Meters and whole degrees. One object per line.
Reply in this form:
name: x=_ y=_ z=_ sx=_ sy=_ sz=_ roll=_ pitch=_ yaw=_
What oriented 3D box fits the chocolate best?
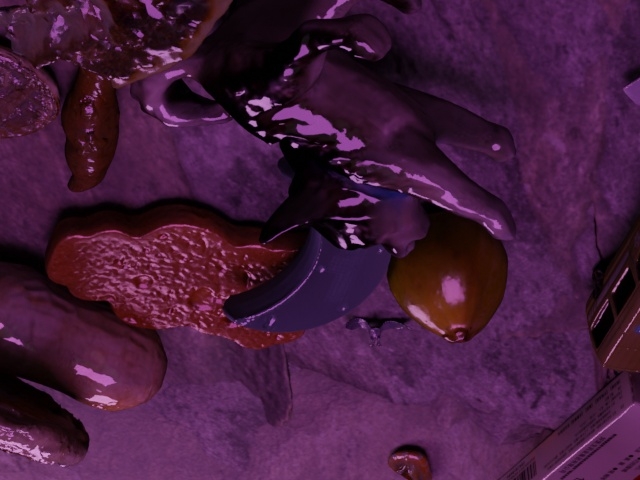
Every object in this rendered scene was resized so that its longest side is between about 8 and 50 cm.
chocolate: x=-0.317 y=0.112 z=2.064 sx=0.309 sy=0.134 sz=0.134 roll=23 pitch=137 yaw=-33

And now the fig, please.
fig: x=0.147 y=0.035 z=1.968 sx=0.136 sy=0.120 sz=0.153 roll=-23 pitch=114 yaw=35

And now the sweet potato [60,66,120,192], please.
sweet potato: x=-0.237 y=-0.132 z=1.794 sx=0.067 sy=0.067 sz=0.274 roll=7 pitch=145 yaw=-8

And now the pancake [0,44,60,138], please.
pancake: x=-0.347 y=-0.157 z=1.795 sx=0.158 sy=0.028 sz=0.158 roll=2 pitch=144 yaw=2

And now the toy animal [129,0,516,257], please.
toy animal: x=0.001 y=-0.107 z=1.725 sx=0.303 sy=0.194 sz=0.344 roll=-16 pitch=129 yaw=26

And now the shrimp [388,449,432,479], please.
shrimp: x=0.125 y=0.319 z=2.409 sx=0.059 sy=0.023 sz=0.108 roll=3 pitch=144 yaw=12

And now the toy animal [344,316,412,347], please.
toy animal: x=0.069 y=0.116 z=2.139 sx=0.084 sy=0.028 sz=0.050 roll=6 pitch=134 yaw=-5

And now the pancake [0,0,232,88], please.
pancake: x=-0.184 y=-0.312 z=1.531 sx=0.305 sy=0.067 sz=0.426 roll=4 pitch=134 yaw=13

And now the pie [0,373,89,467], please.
pie: x=-0.423 y=0.177 z=2.034 sx=0.339 sy=0.339 sz=0.077 roll=28 pitch=91 yaw=-31

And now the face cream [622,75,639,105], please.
face cream: x=0.532 y=-0.082 z=1.824 sx=0.235 sy=0.137 sz=0.420 roll=-27 pitch=126 yaw=32

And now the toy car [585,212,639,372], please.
toy car: x=0.387 y=0.043 z=1.963 sx=0.101 sy=0.124 sz=0.256 roll=7 pitch=143 yaw=-10

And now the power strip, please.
power strip: x=0.000 y=0.000 z=1.934 sx=0.168 sy=0.054 sz=0.253 roll=10 pitch=124 yaw=-23

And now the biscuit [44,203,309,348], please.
biscuit: x=-0.153 y=0.035 z=2.020 sx=0.334 sy=0.047 sz=0.202 roll=11 pitch=136 yaw=-17

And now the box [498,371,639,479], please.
box: x=0.412 y=0.307 z=2.356 sx=0.214 sy=0.069 sz=0.353 roll=17 pitch=141 yaw=-20
